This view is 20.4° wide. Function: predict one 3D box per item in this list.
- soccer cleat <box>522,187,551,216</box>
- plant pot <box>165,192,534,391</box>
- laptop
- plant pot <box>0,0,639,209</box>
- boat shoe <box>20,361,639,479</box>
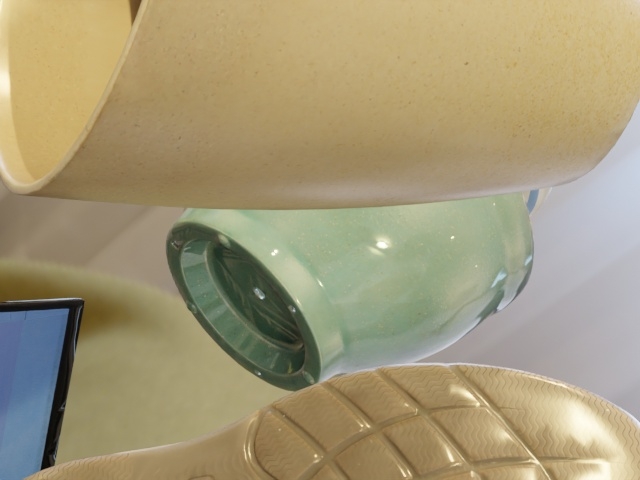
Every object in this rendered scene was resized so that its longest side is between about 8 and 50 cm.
[{"bbox_3d":[0.169,-0.164,1.896,0.143,0.116,0.331,-49,133,-22],"label":"soccer cleat"},{"bbox_3d":[0.000,0.000,1.451,0.196,0.293,0.293,-42,93,-28],"label":"plant pot"},{"bbox_3d":[-0.244,0.174,1.123,0.137,0.234,0.264,10,16,-7],"label":"laptop"},{"bbox_3d":[0.012,-0.116,0.848,0.274,0.256,0.256,14,45,-26],"label":"plant pot"},{"bbox_3d":[0.002,0.146,0.910,0.130,0.355,0.132,45,38,-68],"label":"boat shoe"}]
